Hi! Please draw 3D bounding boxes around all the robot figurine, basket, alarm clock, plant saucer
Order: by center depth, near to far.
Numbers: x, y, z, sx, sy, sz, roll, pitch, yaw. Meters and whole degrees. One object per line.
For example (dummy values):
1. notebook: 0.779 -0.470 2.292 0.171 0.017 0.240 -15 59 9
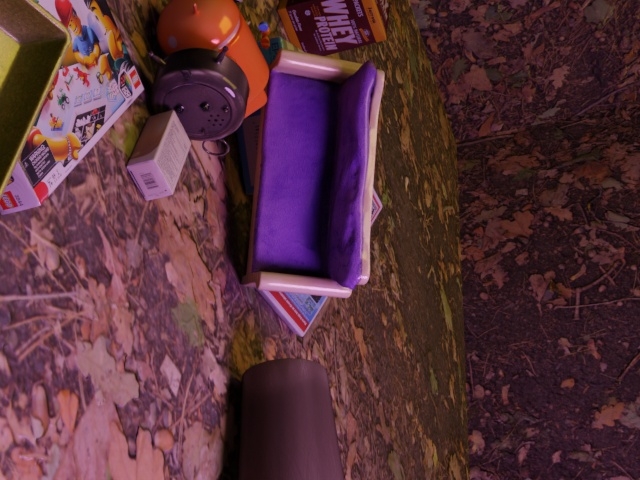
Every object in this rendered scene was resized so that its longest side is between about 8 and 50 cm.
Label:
1. plant saucer: -0.320 -0.149 0.790 0.188 0.045 0.188 40 60 -46
2. alarm clock: -0.160 -0.180 1.298 0.192 0.129 0.064 76 14 -52
3. basket: -0.043 0.295 1.344 0.204 0.154 0.227 55 26 -55
4. robot figurine: -0.155 -0.270 1.368 0.219 0.128 0.158 61 30 -47

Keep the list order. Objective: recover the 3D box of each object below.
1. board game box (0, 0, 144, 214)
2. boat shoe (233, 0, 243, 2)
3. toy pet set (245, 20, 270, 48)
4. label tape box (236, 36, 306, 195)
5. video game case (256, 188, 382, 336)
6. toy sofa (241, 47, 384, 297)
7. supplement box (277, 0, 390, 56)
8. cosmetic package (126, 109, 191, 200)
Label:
1. board game box: -0.292 -0.184 0.996 0.305 0.053 0.193 -72 146 -58
2. boat shoe: -0.176 -0.459 1.359 0.340 0.158 0.127 44 38 -62
3. toy pet set: -0.135 -0.328 1.489 0.114 0.122 0.065 88 8 -62
4. label tape box: -0.043 -0.203 1.706 0.347 0.115 0.249 -1 81 -71
5. video game case: 0.000 0.000 1.608 0.285 0.025 0.204 -58 147 -17
6. toy sofa: -0.016 -0.099 1.435 0.177 0.150 0.363 166 -70 -70
7. supplement box: 0.033 -0.494 1.989 0.191 0.194 0.129 -81 153 -49
8. cosmetic package: -0.209 -0.112 1.238 0.115 0.041 0.060 -80 153 -50
